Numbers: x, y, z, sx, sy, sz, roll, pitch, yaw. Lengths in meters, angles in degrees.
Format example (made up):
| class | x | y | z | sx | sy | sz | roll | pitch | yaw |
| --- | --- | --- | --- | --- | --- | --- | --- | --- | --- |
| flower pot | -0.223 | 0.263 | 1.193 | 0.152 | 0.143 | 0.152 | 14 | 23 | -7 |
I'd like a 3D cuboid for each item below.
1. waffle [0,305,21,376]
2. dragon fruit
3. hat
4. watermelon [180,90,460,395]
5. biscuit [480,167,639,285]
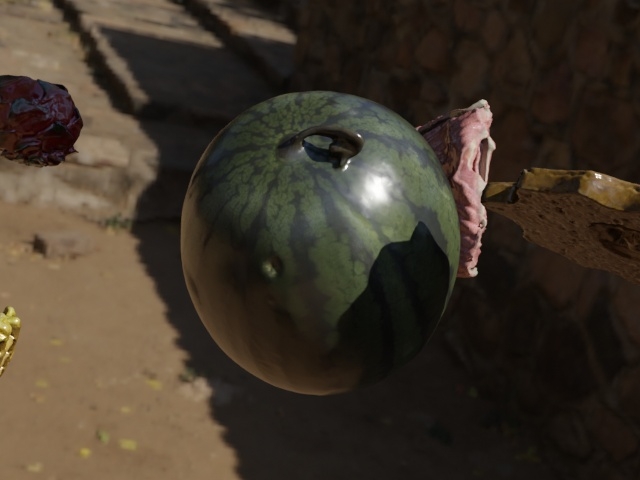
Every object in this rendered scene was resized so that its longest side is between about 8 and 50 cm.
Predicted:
| class | x | y | z | sx | sy | sz | roll | pitch | yaw |
| --- | --- | --- | --- | --- | --- | --- | --- | --- | --- |
| waffle | -0.521 | 0.213 | 1.849 | 0.056 | 0.253 | 0.249 | 31 | -16 | -1 |
| dragon fruit | -0.368 | -0.149 | 1.568 | 0.142 | 0.130 | 0.121 | 33 | 54 | -1 |
| hat | 0.128 | -0.052 | 1.686 | 0.107 | 0.237 | 0.286 | 21 | -21 | -38 |
| watermelon | 0.000 | 0.000 | 1.233 | 0.279 | 0.359 | 0.279 | -3 | 56 | 5 |
| biscuit | 0.239 | -0.015 | 1.046 | 0.215 | 0.034 | 0.182 | 18 | -16 | 17 |
